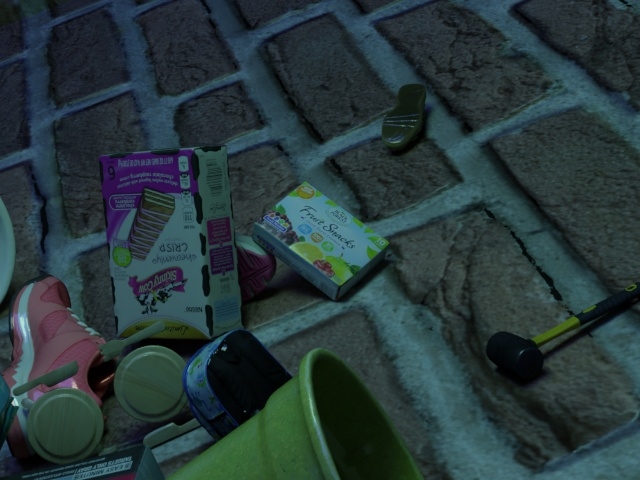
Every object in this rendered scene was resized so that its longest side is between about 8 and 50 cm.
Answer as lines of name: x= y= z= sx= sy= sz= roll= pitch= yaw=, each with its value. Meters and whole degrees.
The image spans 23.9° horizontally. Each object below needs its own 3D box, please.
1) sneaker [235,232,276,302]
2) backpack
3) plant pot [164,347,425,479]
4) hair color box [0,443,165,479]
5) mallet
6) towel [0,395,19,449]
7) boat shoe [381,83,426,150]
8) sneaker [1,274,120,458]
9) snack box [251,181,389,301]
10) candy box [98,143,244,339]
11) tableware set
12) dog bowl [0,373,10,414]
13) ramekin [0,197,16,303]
sneaker: x=-0.152 y=0.012 z=1.978 sx=0.252 sy=0.103 sz=0.111 roll=5 pitch=34 yaw=37
backpack: x=-0.093 y=0.161 z=1.629 sx=0.084 sy=0.114 sz=0.105 roll=-24 pitch=18 yaw=46
plant pot: x=-0.047 y=0.269 z=1.259 sx=0.254 sy=0.276 sz=0.276 roll=-29 pitch=24 yaw=11
hair color box: x=-0.257 y=0.356 z=1.375 sx=0.185 sy=0.113 sz=0.374 roll=-15 pitch=27 yaw=15
mallet: x=0.269 y=0.092 z=1.590 sx=0.190 sy=0.039 sz=0.062 roll=-22 pitch=24 yaw=-12
towel: x=-0.485 y=0.320 z=1.570 sx=0.370 sy=0.040 sz=0.271 roll=-34 pitch=19 yaw=14
boat shoe: x=0.125 y=-0.172 z=2.208 sx=0.056 sy=0.048 sz=0.153 roll=0 pitch=37 yaw=14
sneaker: x=-0.309 y=0.150 z=1.853 sx=0.136 sy=0.116 sz=0.314 roll=-9 pitch=33 yaw=1
snack box: x=0.000 y=0.000 z=1.883 sx=0.141 sy=0.037 sz=0.100 roll=36 pitch=53 yaw=19
candy box: x=-0.185 y=0.003 z=1.867 sx=0.159 sy=0.233 sz=0.071 roll=-2 pitch=7 yaw=35
tableware set: x=-0.238 y=0.184 z=1.708 sx=0.194 sy=0.128 sz=0.039 roll=-24 pitch=-1 yaw=-6
dog bowl: x=-0.440 y=0.218 z=1.544 sx=0.297 sy=0.074 sz=0.166 roll=-42 pitch=18 yaw=-2
ramekin: x=-0.581 y=0.013 z=2.119 sx=0.277 sy=0.277 sz=0.135 roll=-33 pitch=20 yaw=-23
